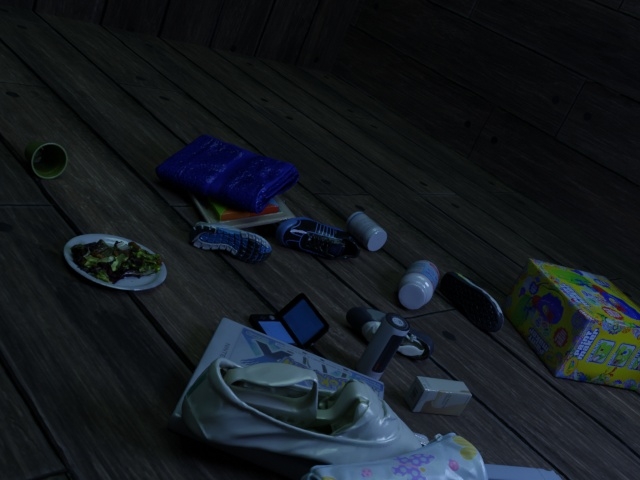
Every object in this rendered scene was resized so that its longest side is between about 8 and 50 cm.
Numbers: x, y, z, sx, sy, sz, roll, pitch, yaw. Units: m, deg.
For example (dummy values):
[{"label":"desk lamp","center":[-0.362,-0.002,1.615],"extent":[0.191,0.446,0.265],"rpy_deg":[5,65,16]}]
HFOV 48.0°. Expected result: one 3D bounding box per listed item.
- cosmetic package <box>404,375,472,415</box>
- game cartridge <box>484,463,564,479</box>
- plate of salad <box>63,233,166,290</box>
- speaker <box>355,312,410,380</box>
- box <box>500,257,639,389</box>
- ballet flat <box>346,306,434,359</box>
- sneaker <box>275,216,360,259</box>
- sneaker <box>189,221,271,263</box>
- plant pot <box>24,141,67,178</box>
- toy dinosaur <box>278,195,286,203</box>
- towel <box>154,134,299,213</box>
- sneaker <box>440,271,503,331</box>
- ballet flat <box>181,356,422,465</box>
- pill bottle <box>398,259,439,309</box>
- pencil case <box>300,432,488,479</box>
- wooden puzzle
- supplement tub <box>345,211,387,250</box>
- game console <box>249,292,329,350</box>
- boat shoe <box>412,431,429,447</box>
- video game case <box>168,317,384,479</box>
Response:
[{"label":"cosmetic package","center":[0.227,0.302,1.389],"extent":[0.115,0.060,0.041],"rpy_deg":[11,27,-25]},{"label":"game cartridge","center":[0.321,0.451,1.163],"extent":[0.297,0.062,0.198],"rpy_deg":[13,29,-24]},{"label":"plate of salad","center":[-0.393,0.032,1.395],"extent":[0.199,0.048,0.200],"rpy_deg":[21,23,-9]},{"label":"speaker","center":[0.120,0.207,1.393],"extent":[0.055,0.136,0.055],"rpy_deg":[21,27,-11]},{"label":"box","center":[0.678,0.216,1.866],"extent":[0.279,0.177,0.290],"rpy_deg":[12,25,-24]},{"label":"ballet flat","center":[0.149,0.201,1.524],"extent":[0.203,0.074,0.074],"rpy_deg":[24,22,-5]},{"label":"sneaker","center":[0.000,0.000,1.802],"extent":[0.232,0.081,0.090],"rpy_deg":[6,21,-39]},{"label":"sneaker","center":[-0.202,-0.007,1.643],"extent":[0.190,0.071,0.083],"rpy_deg":[19,17,-13]},{"label":"plant pot","center":[-0.630,-0.191,1.628],"extent":[0.083,0.083,0.079],"rpy_deg":[-2,23,-47]},{"label":"toy dinosaur","center":[-0.133,-0.106,1.964],"extent":[0.090,0.047,0.082],"rpy_deg":[24,4,25]},{"label":"towel","center":[-0.234,-0.179,1.834],"extent":[0.308,0.076,0.227],"rpy_deg":[18,33,19]},{"label":"sneaker","center":[0.411,0.150,1.869],"extent":[0.097,0.084,0.235],"rpy_deg":[8,27,-36]},{"label":"ballet flat","center":[-0.002,0.259,1.075],"extent":[0.400,0.139,0.139],"rpy_deg":[15,24,-18]},{"label":"pill bottle","center":[0.241,0.111,1.784],"extent":[0.087,0.087,0.160],"rpy_deg":[27,23,8]},{"label":"pencil case","center":[0.105,0.356,1.011],"extent":[0.273,0.124,0.113],"rpy_deg":[-6,-6,-27]},{"label":"wooden puzzle","center":[-0.203,-0.102,1.822],"extent":[0.238,0.044,0.221],"rpy_deg":[-6,34,-27]},{"label":"supplement tub","center":[0.126,-0.026,1.998],"extent":[0.071,0.071,0.107],"rpy_deg":[2,31,-41]},{"label":"game console","center":[-0.062,0.160,1.403],"extent":[0.107,0.071,0.122],"rpy_deg":[6,28,-37]},{"label":"boat shoe","center":[0.148,0.350,1.241],"extent":[0.100,0.035,0.035],"rpy_deg":[22,19,-22]},{"label":"video game case","center":[-0.054,0.272,1.202],"extent":[0.329,0.036,0.300],"rpy_deg":[23,24,-2]}]
